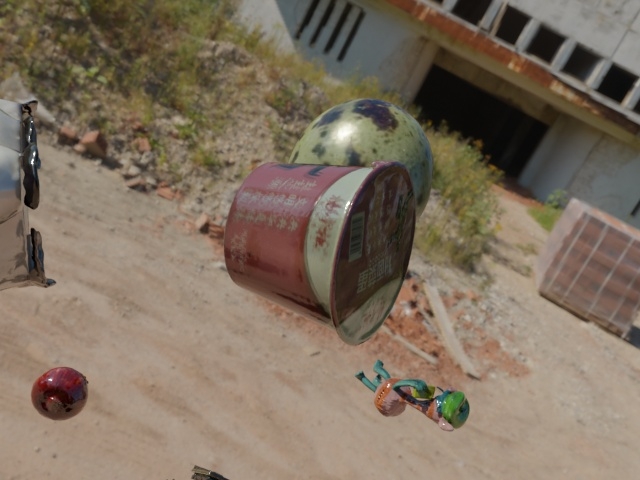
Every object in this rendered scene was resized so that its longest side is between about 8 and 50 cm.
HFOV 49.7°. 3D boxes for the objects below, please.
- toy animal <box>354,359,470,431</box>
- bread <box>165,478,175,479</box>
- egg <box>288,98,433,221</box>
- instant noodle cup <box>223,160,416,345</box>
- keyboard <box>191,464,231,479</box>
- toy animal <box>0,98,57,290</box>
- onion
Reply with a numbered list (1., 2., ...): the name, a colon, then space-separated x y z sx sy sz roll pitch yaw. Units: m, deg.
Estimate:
1. toy animal: 0.156 0.268 1.217 0.208 0.100 0.103 18 -39 42
2. bread: -0.277 0.500 1.046 0.133 0.251 0.174 18 10 -39
3. egg: 0.085 -0.129 1.652 0.345 0.427 0.345 21 -2 1
4. instant noodle cup: 0.000 0.000 0.893 0.179 0.234 0.235 14 6 28
5. keyboard: -0.109 0.524 1.372 0.317 0.027 0.106 32 -24 -19
6. toy animal: -0.402 -0.032 0.542 0.358 0.193 0.258 -3 -17 -21
7. onion: -0.611 0.361 1.629 0.131 0.131 0.131 26 14 -7
